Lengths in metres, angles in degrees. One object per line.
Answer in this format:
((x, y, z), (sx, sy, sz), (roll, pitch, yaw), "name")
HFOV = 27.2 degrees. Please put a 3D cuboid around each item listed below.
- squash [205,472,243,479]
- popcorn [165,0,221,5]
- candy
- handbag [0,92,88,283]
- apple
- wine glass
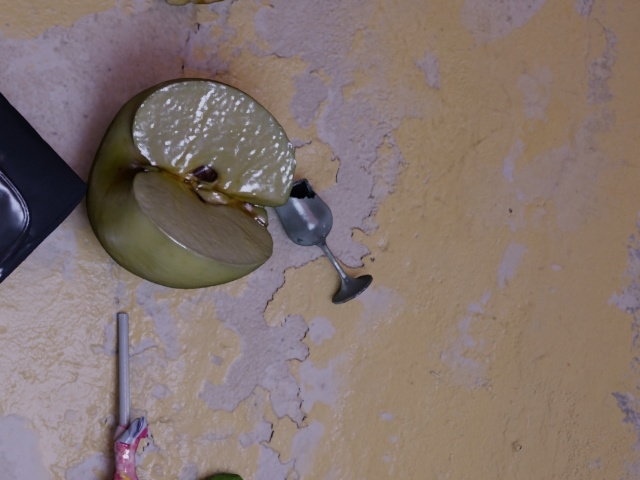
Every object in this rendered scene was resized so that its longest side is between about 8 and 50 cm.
((-0.202, 0.510, 1.912), (0.107, 0.107, 0.395), (32, 63, -22), "squash")
((-0.166, -0.427, 1.950), (0.180, 0.170, 0.180), (6, 51, -8), "popcorn")
((-0.283, 0.288, 1.922), (0.124, 0.124, 0.365), (4, 77, -26), "candy")
((-0.484, -0.080, 1.736), (0.302, 0.178, 0.275), (51, 44, -19), "handbag")
((-0.194, -0.071, 1.885), (0.258, 0.233, 0.295), (20, 70, -39), "apple")
((0.000, 0.000, 2.063), (0.079, 0.079, 0.195), (-40, 107, -21), "wine glass")
